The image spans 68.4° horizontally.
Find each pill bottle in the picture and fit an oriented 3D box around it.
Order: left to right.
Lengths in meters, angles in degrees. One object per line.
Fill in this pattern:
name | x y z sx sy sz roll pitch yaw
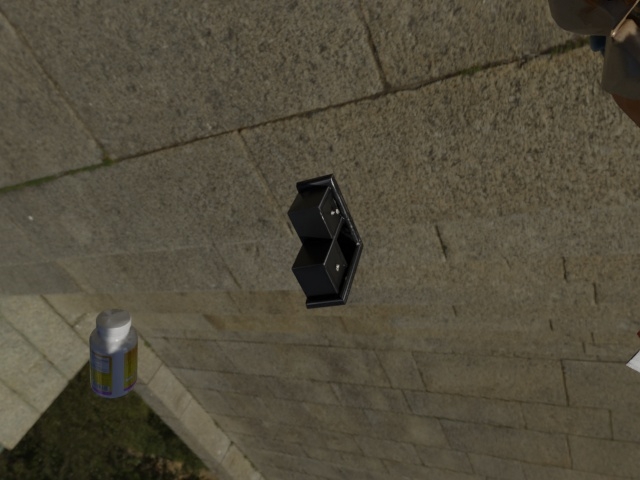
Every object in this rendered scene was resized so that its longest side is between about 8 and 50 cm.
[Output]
pill bottle | -0.199 0.108 0.456 0.043 0.043 0.084 19 118 10

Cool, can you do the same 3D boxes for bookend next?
bookend | 0.000 0.000 0.779 0.072 0.156 0.157 -10 122 25

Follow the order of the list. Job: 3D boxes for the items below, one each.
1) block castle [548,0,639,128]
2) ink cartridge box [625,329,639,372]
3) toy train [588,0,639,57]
block castle | 0.376 -0.095 0.223 0.453 0.303 0.213 36 98 -11
ink cartridge box | 0.456 0.127 0.611 0.062 0.029 0.115 28 114 3
toy train | 0.358 -0.357 0.539 0.142 0.334 0.190 -17 152 23
